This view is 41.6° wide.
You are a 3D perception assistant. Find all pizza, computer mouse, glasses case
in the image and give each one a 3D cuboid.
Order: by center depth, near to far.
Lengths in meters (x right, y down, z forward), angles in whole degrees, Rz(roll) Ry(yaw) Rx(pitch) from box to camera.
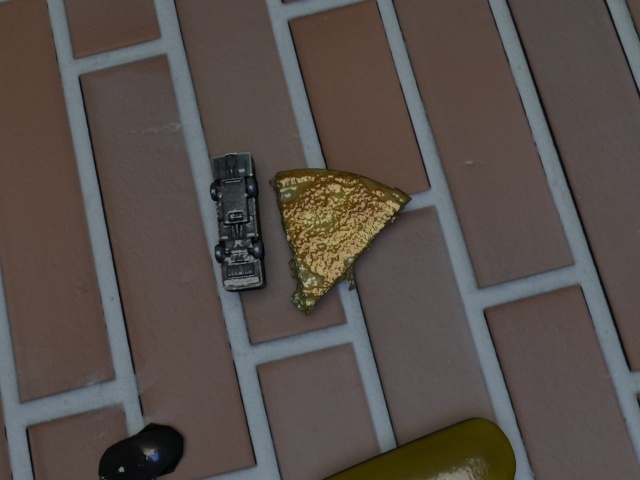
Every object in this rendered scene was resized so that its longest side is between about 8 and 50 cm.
[{"bbox_3d":[0.161,0.438,1.444,0.371,0.141,0.173,-22,77,-1],"label":"glasses case"},{"bbox_3d":[-0.328,0.397,1.527,0.172,0.057,0.099,-28,84,-2],"label":"computer mouse"},{"bbox_3d":[0.000,0.000,1.597,0.280,0.075,0.287,18,80,12],"label":"pizza"}]

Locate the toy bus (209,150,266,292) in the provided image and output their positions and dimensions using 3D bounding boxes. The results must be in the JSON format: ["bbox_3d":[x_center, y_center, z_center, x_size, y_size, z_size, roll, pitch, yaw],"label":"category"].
[{"bbox_3d":[-0.153,-0.032,1.593,0.092,0.106,0.268,-8,74,2],"label":"toy bus"}]
